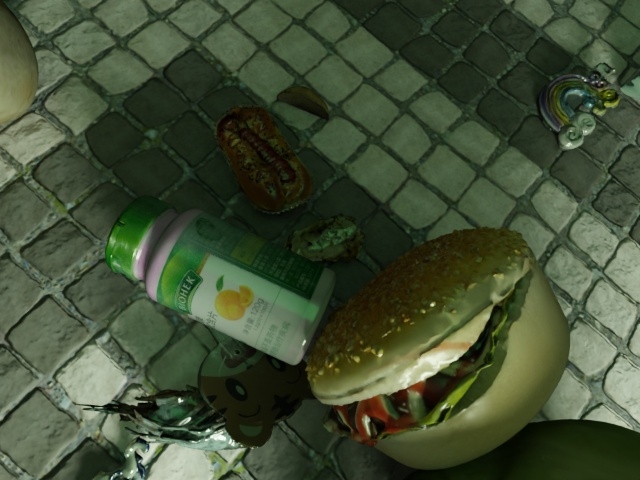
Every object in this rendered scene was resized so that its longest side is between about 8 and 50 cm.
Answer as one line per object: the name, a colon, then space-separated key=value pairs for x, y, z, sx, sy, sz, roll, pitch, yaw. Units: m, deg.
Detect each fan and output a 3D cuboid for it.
fan: x=-0.108 y=0.146 z=0.569 sx=0.226 sy=0.008 sz=0.152 roll=41 pitch=42 yaw=20

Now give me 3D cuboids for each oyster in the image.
oyster: x=0.000 y=0.001 z=0.649 sx=0.132 sy=0.029 sz=0.086 roll=6 pitch=66 yaw=-2

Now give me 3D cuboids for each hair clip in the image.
hair clip: x=0.452 y=-0.247 z=0.780 sx=0.172 sy=0.049 sz=0.116 roll=-44 pitch=69 yaw=-9

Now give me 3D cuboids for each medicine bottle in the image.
medicine bottle: x=-0.126 y=0.044 z=0.565 sx=0.274 sy=0.133 sz=0.134 roll=25 pitch=71 yaw=2

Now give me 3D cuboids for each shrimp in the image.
shrimp: x=-0.167 y=0.210 z=0.526 sx=0.232 sy=0.090 sz=0.079 roll=11 pitch=92 yaw=-18

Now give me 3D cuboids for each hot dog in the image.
hot dog: x=-0.087 y=-0.123 z=0.663 sx=0.108 sy=0.059 sz=0.191 roll=-29 pitch=76 yaw=-19

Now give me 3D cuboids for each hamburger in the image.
hamburger: x=0.122 y=0.100 z=0.497 sx=0.302 sy=0.302 sz=0.170 roll=-43 pitch=95 yaw=-17

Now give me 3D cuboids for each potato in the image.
potato: x=-0.022 y=-0.235 z=0.716 sx=0.093 sy=0.037 sz=0.036 roll=23 pitch=67 yaw=1

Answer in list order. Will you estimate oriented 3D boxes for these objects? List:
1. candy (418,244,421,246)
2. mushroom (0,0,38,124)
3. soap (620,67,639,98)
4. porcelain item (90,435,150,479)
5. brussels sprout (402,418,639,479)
candy: x=0.221 y=0.093 z=0.640 sx=0.094 sy=0.051 sz=0.226 roll=-40 pitch=79 yaw=-6
mushroom: x=-0.540 y=-0.226 z=0.558 sx=0.297 sy=0.297 sz=0.290 roll=36 pitch=109 yaw=5
soap: x=0.684 y=-0.342 z=0.750 sx=0.347 sy=0.208 sz=0.115 roll=-41 pitch=81 yaw=-17
porcelain item: x=-0.247 y=0.311 z=0.524 sx=0.075 sy=0.021 sz=0.136 roll=46 pitch=73 yaw=3
brussels sprout: x=0.205 y=0.381 z=0.402 sx=0.360 sy=0.342 sz=0.425 roll=25 pitch=65 yaw=19
